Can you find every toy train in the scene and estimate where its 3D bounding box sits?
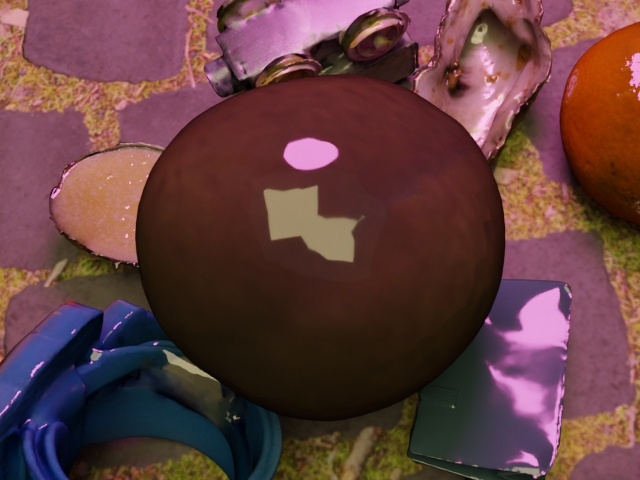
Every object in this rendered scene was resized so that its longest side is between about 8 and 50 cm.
[{"bbox_3d":[-0.005,-0.225,0.948,0.260,0.177,0.134,-27,69,-3],"label":"toy train"}]

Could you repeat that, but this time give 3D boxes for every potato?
[{"bbox_3d":[-0.211,-0.026,0.954,0.200,0.081,0.164,13,64,8],"label":"potato"}]

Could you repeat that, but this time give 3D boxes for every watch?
[{"bbox_3d":[-0.168,0.201,0.802,0.274,0.242,0.305,22,34,13],"label":"watch"}]

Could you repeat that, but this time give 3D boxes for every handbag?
[{"bbox_3d":[0.176,0.137,0.832,0.144,0.057,0.221,8,55,15],"label":"handbag"}]

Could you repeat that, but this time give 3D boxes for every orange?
[{"bbox_3d":[0.377,-0.132,0.871,0.240,0.171,0.240,-2,71,6],"label":"orange"}]

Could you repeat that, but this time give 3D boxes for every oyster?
[{"bbox_3d":[0.187,-0.213,0.960,0.166,0.110,0.342,3,73,14],"label":"oyster"}]

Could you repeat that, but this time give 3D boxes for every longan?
[{"bbox_3d":[0.000,0.000,0.769,0.360,0.361,0.361,-2,70,6],"label":"longan"}]

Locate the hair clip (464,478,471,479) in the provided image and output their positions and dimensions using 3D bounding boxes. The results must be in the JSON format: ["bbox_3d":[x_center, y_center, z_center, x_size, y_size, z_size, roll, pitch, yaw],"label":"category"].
[{"bbox_3d":[0.170,0.329,0.800,0.083,0.048,0.275,0,74,-4],"label":"hair clip"}]
